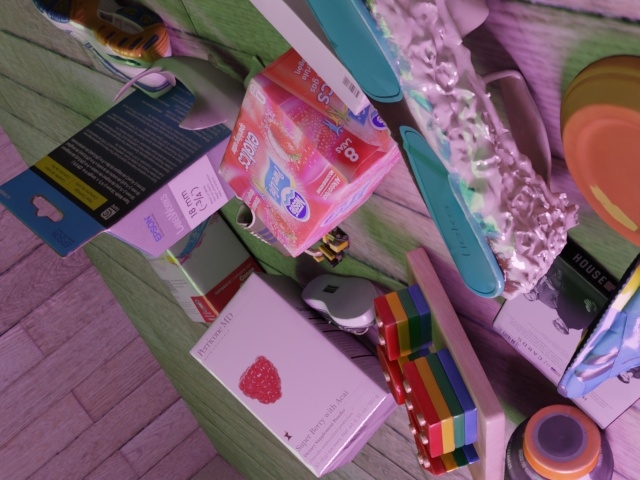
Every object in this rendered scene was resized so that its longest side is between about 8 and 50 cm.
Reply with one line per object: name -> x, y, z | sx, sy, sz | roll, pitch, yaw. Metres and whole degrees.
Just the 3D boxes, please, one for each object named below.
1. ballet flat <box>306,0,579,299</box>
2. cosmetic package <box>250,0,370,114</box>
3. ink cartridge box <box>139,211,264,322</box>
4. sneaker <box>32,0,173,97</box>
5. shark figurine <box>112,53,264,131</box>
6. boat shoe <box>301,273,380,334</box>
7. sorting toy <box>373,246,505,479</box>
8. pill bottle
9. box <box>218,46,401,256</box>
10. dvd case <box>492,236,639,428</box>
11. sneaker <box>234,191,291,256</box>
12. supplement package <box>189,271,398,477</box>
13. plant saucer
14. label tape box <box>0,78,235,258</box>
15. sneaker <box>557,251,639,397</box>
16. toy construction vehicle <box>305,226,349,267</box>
ballet flat -> 0.106, -0.137, 0.914 | 0.147, 0.147, 0.409 | 12, 137, 61
cosmetic package -> -0.006, -0.244, 1.014 | 0.239, 0.099, 0.060 | 49, 163, 6
ink cartridge box -> -0.258, 0.003, 1.986 | 0.306, 0.131, 0.226 | 56, 161, -12
sneaker -> -0.338, -0.316, 1.598 | 0.296, 0.112, 0.131 | 41, 159, 28
shark figurine -> -0.169, -0.191, 1.410 | 0.278, 0.116, 0.166 | 30, 151, 20
boat shoe -> 0.043, 0.107, 1.595 | 0.076, 0.080, 0.228 | 50, 163, -19
sorting toy -> 0.143, 0.188, 1.348 | 0.255, 0.089, 0.257 | 78, 171, -54
pill bottle -> 0.294, 0.296, 1.301 | 0.130, 0.130, 0.245 | 39, 159, 29
box -> -0.001, -0.109, 1.182 | 0.154, 0.142, 0.300 | 48, 161, 3
dvd case -> 0.280, 0.102, 1.124 | 0.179, 0.029, 0.238 | 44, 160, 16
sneaker -> -0.085, -0.036, 1.570 | 0.192, 0.086, 0.064 | 85, 170, -55
supplement package -> -0.031, 0.211, 1.692 | 0.293, 0.177, 0.175 | 41, -172, 17
plant saucer -> 0.269, -0.055, 0.845 | 0.200, 0.037, 0.200 | 42, 159, 20
label tape box -> -0.282, -0.089, 1.553 | 0.241, 0.334, 0.106 | 33, 154, 42
sneaker -> 0.289, 0.096, 0.972 | 0.082, 0.069, 0.209 | 30, 137, 9
toy construction vehicle -> 0.000, 0.000, 1.548 | 0.098, 0.035, 0.086 | 40, 159, 26
